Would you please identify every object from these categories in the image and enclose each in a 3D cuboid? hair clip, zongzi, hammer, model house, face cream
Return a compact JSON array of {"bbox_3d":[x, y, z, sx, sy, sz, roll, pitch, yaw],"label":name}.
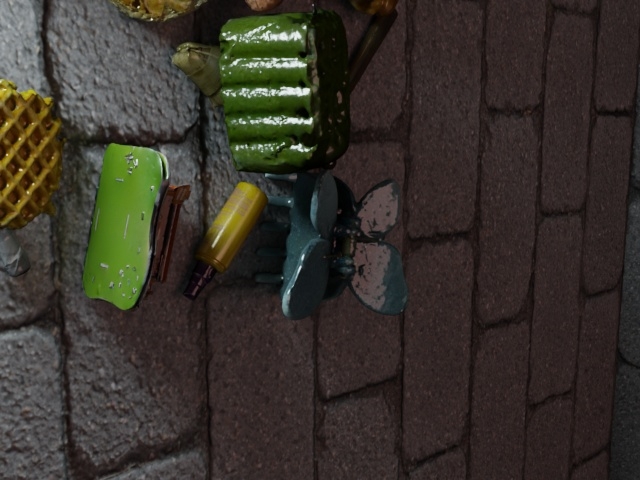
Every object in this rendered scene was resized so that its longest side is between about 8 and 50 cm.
[{"bbox_3d":[0.000,0.000,1.805,0.392,0.238,0.318,1,97,-45],"label":"hair clip"},{"bbox_3d":[-0.210,-0.381,1.639,0.160,0.078,0.176,46,59,-47],"label":"zongzi"},{"bbox_3d":[0.072,-0.387,1.940,0.168,0.044,0.440,46,66,-41],"label":"hammer"},{"bbox_3d":[-0.314,-0.019,1.517,0.154,0.207,0.294,10,91,-48],"label":"model house"},{"bbox_3d":[-0.208,0.005,1.713,0.078,0.078,0.273,45,66,-40],"label":"face cream"},{"bbox_3d":[-0.575,-0.130,1.352,0.152,0.044,0.427,-36,122,-33],"label":"hammer"}]

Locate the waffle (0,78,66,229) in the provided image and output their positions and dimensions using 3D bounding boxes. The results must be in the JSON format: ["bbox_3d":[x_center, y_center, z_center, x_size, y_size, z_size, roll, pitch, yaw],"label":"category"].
[{"bbox_3d":[-0.521,-0.138,1.345,0.245,0.052,0.254,-3,96,-61],"label":"waffle"}]

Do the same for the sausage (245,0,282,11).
[{"bbox_3d":[-0.095,-0.526,1.620,0.289,0.086,0.086,-76,152,-60],"label":"sausage"}]

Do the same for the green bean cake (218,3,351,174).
[{"bbox_3d":[-0.049,-0.311,1.649,0.319,0.218,0.335,-41,134,-61],"label":"green bean cake"}]

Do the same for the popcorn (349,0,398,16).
[{"bbox_3d":[0.110,-0.654,1.816,0.265,0.225,0.332,-53,152,-9],"label":"popcorn"}]

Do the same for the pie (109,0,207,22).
[{"bbox_3d":[-0.298,-0.531,1.463,0.274,0.055,0.274,-8,120,-14],"label":"pie"}]
